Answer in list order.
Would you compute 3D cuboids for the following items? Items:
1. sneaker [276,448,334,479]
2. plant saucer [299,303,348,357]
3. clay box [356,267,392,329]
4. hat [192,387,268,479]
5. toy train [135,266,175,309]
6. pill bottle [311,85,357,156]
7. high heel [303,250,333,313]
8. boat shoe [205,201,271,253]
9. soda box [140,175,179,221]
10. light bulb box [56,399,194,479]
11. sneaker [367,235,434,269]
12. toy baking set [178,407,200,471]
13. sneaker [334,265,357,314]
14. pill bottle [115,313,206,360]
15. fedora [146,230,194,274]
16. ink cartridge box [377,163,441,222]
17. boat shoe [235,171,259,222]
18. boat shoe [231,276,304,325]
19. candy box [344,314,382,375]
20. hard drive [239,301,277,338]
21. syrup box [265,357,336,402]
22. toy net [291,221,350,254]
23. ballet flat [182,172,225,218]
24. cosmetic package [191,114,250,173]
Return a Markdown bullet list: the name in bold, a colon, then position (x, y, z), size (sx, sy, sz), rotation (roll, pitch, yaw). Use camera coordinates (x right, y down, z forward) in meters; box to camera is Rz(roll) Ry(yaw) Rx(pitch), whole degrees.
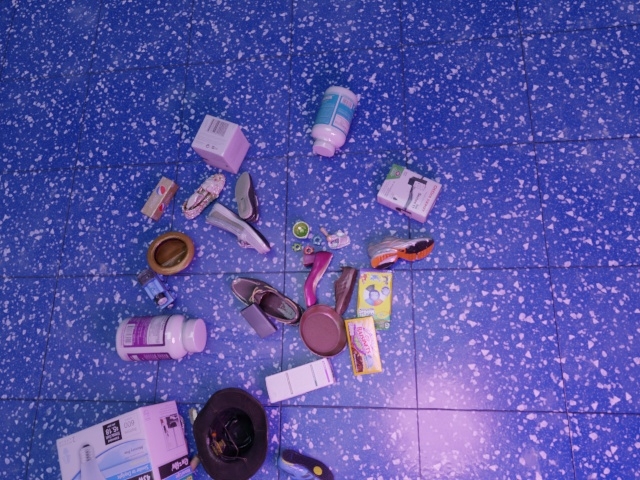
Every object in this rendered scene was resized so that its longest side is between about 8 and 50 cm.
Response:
- **sneaker**: position (-0.055, 0.809, 1.561), size (0.209, 0.069, 0.082), rotation (22, 112, 5)
- **plant saucer**: position (0.008, 0.335, 1.643), size (0.198, 0.036, 0.199), rotation (13, 59, -22)
- **clay box**: position (0.204, 0.220, 1.674), size (0.127, 0.053, 0.222), rotation (2, 75, 9)
- **hat**: position (-0.288, 0.680, 1.586), size (0.330, 0.134, 0.332), rotation (-4, 82, 26)
- **toy train**: position (-0.656, 0.192, 1.781), size (0.080, 0.105, 0.184), rotation (-38, 73, -2)
- **pill bottle**: position (0.050, -0.484, 1.833), size (0.146, 0.146, 0.264), rotation (16, 78, 12)
- **high heel**: position (-0.005, 0.160, 1.714), size (0.117, 0.082, 0.244), rotation (-4, 68, 4)
- **boat shoe**: position (-0.331, -0.036, 1.793), size (0.320, 0.118, 0.103), rotation (36, 89, 19)
- **soda box**: position (-0.687, -0.178, 1.908), size (0.061, 0.058, 0.182), rotation (27, 80, 14)
- **light bulb box**: position (-0.668, 0.801, 1.548), size (0.357, 0.225, 0.362), rotation (-24, 73, 9)
- **sneaker**: position (0.300, 0.016, 1.695), size (0.262, 0.099, 0.121), rotation (-13, 43, -9)
- **toy baking set**: position (-0.520, 0.764, 1.651), size (0.196, 0.030, 0.256), rotation (41, 85, 16)
- **sneaker**: position (0.082, 0.189, 1.704), size (0.071, 0.066, 0.189), rotation (12, 72, 28)
- **pill bottle**: position (-0.598, 0.368, 1.695), size (0.300, 0.169, 0.170), rotation (-4, 75, 7)
- **fedora**: position (-0.603, 0.058, 1.818), size (0.194, 0.079, 0.195), rotation (0, 72, 0)
- **ink cartridge box**: position (0.346, -0.183, 1.740), size (0.208, 0.087, 0.153), rotation (26, 81, 13)
- **boat shoe**: position (-0.301, -0.179, 1.849), size (0.083, 0.079, 0.233), rotation (-27, 57, 27)
- **boat shoe**: position (-0.212, 0.226, 1.711), size (0.324, 0.097, 0.117), rotation (28, 81, 14)
- **candy box**: position (0.157, 0.382, 1.626), size (0.105, 0.027, 0.206), rotation (-10, 89, 5)
- **hard drive**: position (-0.233, 0.301, 1.683), size (0.094, 0.022, 0.135), rotation (-33, 98, 39)
- **syrup box**: position (-0.069, 0.507, 1.618), size (0.236, 0.093, 0.097), rotation (-18, 73, 3)
- **toy net**: position (0.000, 0.000, 1.766), size (0.231, 0.045, 0.122), rotation (8, 77, 10)
- **ballet flat**: position (-0.491, -0.192, 1.873), size (0.091, 0.077, 0.241), rotation (35, 82, 16)
- **cosmetic package**: position (-0.411, -0.397, 1.858), size (0.151, 0.184, 0.152), rotation (20, 79, 13)
